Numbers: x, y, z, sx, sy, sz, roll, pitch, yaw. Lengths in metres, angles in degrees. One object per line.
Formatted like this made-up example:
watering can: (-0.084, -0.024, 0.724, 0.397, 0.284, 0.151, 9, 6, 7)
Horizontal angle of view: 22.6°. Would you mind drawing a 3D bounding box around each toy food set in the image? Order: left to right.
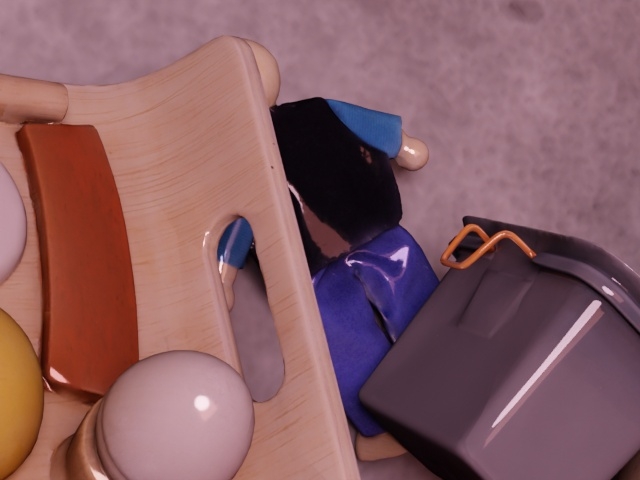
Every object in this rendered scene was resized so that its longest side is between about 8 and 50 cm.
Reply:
toy food set: (-0.132, 0.009, 0.484, 0.306, 0.092, 0.219, 7, 58, -39)

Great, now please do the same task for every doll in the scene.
doll: (0.000, 0.000, 0.683, 0.129, 0.046, 0.189, -32, 100, -26)

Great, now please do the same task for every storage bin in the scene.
storage bin: (0.074, 0.051, 0.625, 0.098, 0.135, 0.091, 45, 79, -20)

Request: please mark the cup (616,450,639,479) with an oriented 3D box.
cup: (0.251, 0.139, 0.675, 0.237, 0.331, 0.331, -43, 105, 3)
